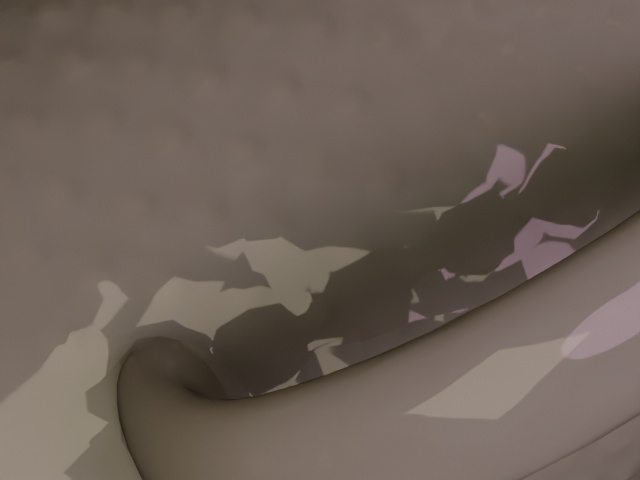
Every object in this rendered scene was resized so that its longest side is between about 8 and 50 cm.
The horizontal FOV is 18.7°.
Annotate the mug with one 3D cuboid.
[{"bbox_3d":[0.026,-0.003,0.643,0.328,0.374,0.276,-25,104,-2],"label":"mug"}]
